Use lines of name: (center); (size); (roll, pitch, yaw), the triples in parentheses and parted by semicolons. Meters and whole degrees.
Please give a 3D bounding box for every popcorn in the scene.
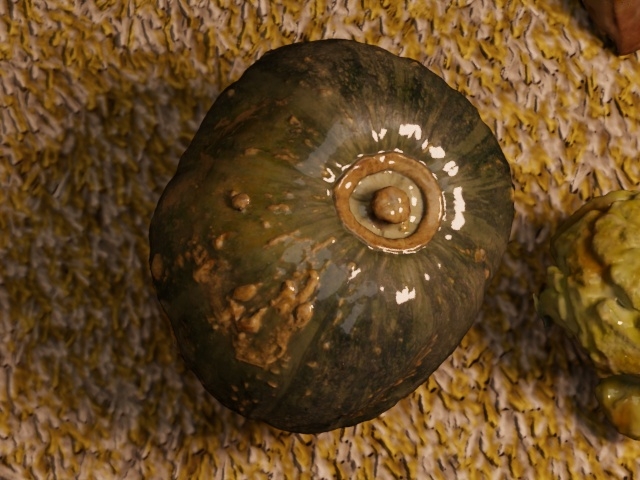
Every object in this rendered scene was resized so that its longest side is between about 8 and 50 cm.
popcorn: (0.279, 0.065, 1.686); (0.198, 0.212, 0.198); (4, 29, -2)

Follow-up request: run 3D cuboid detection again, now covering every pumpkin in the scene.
pumpkin: (0.000, 0.000, 1.654); (0.291, 0.257, 0.328); (39, 70, -2)

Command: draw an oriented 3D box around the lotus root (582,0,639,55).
lotus root: (0.249, -0.320, 1.807); (0.074, 0.170, 0.261); (-22, 70, -10)
